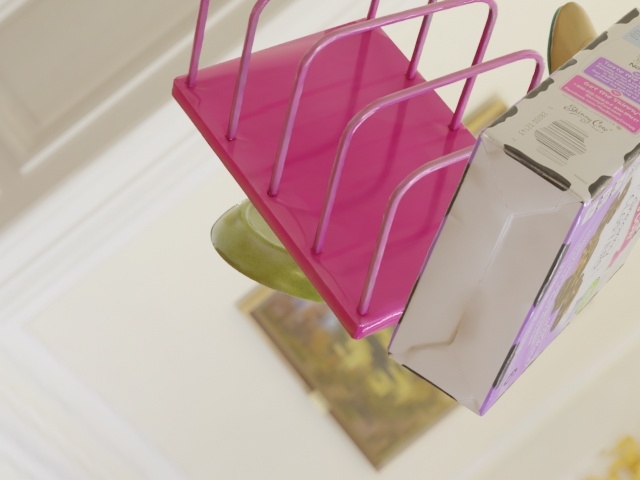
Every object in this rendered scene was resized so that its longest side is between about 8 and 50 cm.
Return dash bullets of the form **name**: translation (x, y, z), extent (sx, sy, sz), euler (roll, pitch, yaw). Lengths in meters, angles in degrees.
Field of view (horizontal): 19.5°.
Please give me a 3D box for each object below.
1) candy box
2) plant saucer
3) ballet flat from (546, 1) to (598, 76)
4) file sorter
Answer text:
- **candy box**: translation (0.136, -0.020, 1.057), extent (0.070, 0.196, 0.165), euler (34, -49, 16)
- **plant saucer**: translation (0.000, 0.000, 2.057), extent (0.241, 0.037, 0.241), euler (12, 24, -5)
- **ballet flat**: translation (0.302, -0.155, 2.112), extent (0.073, 0.080, 0.232), euler (18, -59, 40)
- **file sorter**: translation (0.048, -0.112, 1.473), extent (0.290, 0.202, 0.182), euler (53, -31, 30)
